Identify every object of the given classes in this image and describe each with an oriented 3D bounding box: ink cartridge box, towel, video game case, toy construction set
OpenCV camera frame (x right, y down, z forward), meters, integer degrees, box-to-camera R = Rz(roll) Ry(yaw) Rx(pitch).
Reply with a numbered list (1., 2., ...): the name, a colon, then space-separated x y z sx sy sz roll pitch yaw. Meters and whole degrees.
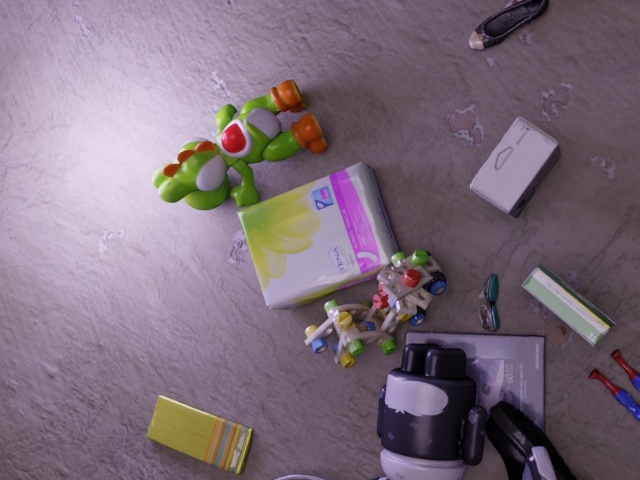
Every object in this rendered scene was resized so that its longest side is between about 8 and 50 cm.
1. ink cartridge box: 0.443 0.116 1.565 0.171 0.235 0.056 41 97 15
2. towel: -0.262 0.421 1.893 0.237 0.021 0.102 16 87 19
3. video game case: 0.301 0.281 1.714 0.274 0.026 0.196 0 88 17
4. toy construction set: 0.121 0.118 1.658 0.327 0.215 0.151 -49 55 52
5. ink cartridge box: 0.364 -0.130 1.613 0.093 0.212 0.154 36 98 16

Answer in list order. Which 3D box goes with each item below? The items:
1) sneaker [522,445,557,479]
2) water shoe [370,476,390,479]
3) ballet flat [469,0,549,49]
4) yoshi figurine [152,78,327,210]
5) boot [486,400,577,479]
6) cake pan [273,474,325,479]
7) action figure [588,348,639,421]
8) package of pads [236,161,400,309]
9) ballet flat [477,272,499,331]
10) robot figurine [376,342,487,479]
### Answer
1. sneaker: 0.329 0.487 1.499 0.153 0.101 0.268 -1 99 6
2. water shoe: 0.144 0.573 1.740 0.080 0.073 0.203 -22 81 43
3. ballet flat: 0.367 -0.435 1.710 0.173 0.049 0.057 -32 78 14
4. yoshi figurine: -0.175 -0.179 1.839 0.362 0.203 0.203 -28 120 1
5. boot: 0.351 0.501 1.617 0.260 0.131 0.348 -37 85 13
6. cake pan: -0.027 0.625 1.789 0.293 0.054 0.293 -1 87 18
7. action figure: 0.611 0.328 1.559 0.280 0.139 0.091 46 102 12
8. package of pads: 0.000 0.000 1.784 0.297 0.101 0.229 -20 80 17
9. ballet flat: 0.328 0.122 1.707 0.041 0.041 0.114 -2 86 18
10. robot figurine: 0.205 0.337 1.644 0.174 0.209 0.278 6 89 -4
